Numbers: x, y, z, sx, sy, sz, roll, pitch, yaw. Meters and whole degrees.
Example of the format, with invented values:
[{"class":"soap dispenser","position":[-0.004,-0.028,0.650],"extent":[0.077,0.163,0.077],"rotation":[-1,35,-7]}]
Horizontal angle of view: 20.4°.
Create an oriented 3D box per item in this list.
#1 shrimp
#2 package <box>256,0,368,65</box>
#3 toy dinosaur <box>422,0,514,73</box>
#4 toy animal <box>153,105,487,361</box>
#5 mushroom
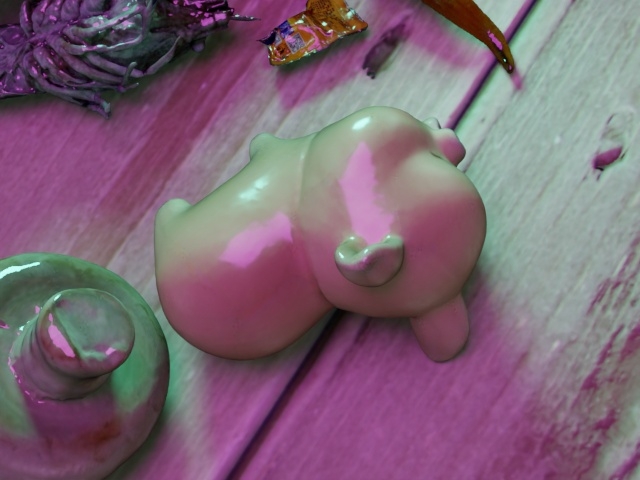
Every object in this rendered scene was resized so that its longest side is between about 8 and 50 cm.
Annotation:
[{"class":"shrimp","position":[-0.276,-0.214,1.882],"extent":[0.410,0.166,0.221],"rotation":[-16,70,21]},{"class":"package","position":[-0.013,-0.224,1.875],"extent":[0.110,0.033,0.077],"rotation":[-29,36,-2]},{"class":"toy dinosaur","position":[0.033,-0.339,1.861],"extent":[0.208,0.097,0.432],"rotation":[-21,89,9]},{"class":"toy animal","position":[0.000,0.000,1.695],"extent":[0.326,0.237,0.269],"rotation":[-41,56,1]},{"class":"mushroom","position":[-0.252,0.111,1.685],"extent":[0.243,0.243,0.243],"rotation":[-5,68,12]}]
